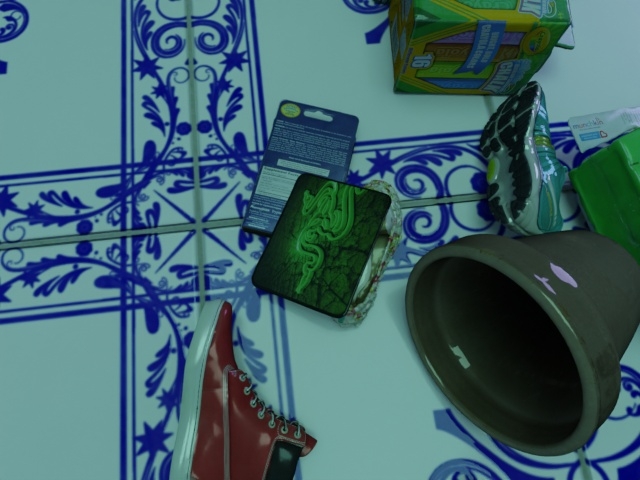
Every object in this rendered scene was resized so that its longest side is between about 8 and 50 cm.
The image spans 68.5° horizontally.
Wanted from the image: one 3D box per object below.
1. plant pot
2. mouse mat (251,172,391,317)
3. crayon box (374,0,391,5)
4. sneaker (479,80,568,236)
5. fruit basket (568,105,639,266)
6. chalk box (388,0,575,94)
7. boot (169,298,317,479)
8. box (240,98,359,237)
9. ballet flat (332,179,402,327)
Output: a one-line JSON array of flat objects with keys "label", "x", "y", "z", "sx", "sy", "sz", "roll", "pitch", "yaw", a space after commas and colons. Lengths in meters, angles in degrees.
[{"label": "plant pot", "x": 0.278, "y": 0.090, "z": 0.591, "sx": 0.229, "sy": 0.263, "sz": 0.263, "roll": -22, "pitch": 74, "yaw": -25}, {"label": "mouse mat", "x": 0.000, "y": 0.000, "z": 0.659, "sx": 0.153, "sy": 0.007, "sz": 0.189, "roll": 17, "pitch": 74, "yaw": 23}, {"label": "crayon box", "x": 0.158, "y": -0.542, "z": 0.750, "sx": 0.081, "sy": 0.278, "sz": 0.165, "roll": 14, "pitch": 73, "yaw": 2}, {"label": "sneaker", "x": 0.319, "y": -0.124, "z": 0.727, "sx": 0.110, "sy": 0.107, "sz": 0.275, "roll": 22, "pitch": 63, "yaw": -22}, {"label": "fruit basket", "x": 0.568, "y": -0.062, "z": 0.702, "sx": 0.353, "sy": 0.165, "sz": 0.326, "roll": -10, "pitch": 73, "yaw": -21}, {"label": "chalk box", "x": 0.269, "y": -0.357, "z": 0.748, "sx": 0.289, "sy": 0.179, "sz": 0.180, "roll": 0, "pitch": 73, "yaw": -2}, {"label": "boot", "x": -0.089, "y": 0.203, "z": 0.617, "sx": 0.176, "sy": 0.088, "sz": 0.244, "roll": 4, "pitch": 79, "yaw": -2}, {"label": "box", "x": -0.026, "y": -0.105, "z": 0.735, "sx": 0.137, "sy": 0.036, "sz": 0.225, "roll": 14, "pitch": 75, "yaw": 2}, {"label": "ballet flat", "x": 0.071, "y": 0.009, "z": 0.682, "sx": 0.091, "sy": 0.077, "sz": 0.240, "roll": 14, "pitch": 72, "yaw": 4}]
